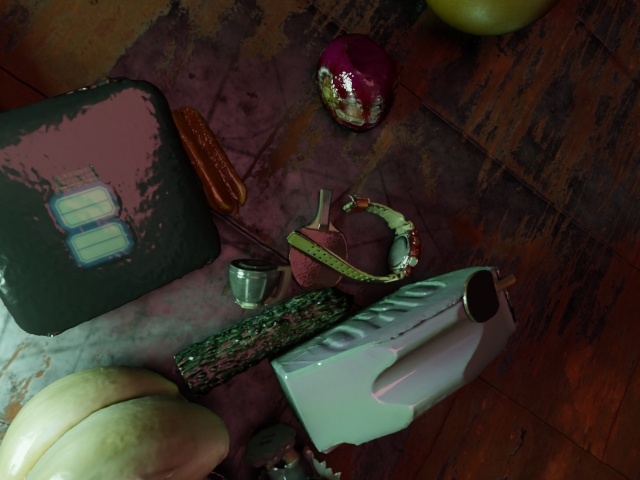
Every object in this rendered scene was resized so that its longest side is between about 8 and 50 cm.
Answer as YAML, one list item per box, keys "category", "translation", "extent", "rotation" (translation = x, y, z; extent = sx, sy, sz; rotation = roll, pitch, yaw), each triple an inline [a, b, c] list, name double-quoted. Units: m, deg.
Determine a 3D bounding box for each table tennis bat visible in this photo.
- category: "table tennis bat"
  translation: [0.000, 0.000, 0.866]
  extent: [0.130, 0.019, 0.221]
  rotation: [8, 86, -18]
- category: "table tennis bat"
  translation: [0.302, 0.090, 0.725]
  extent: [0.156, 0.013, 0.087]
  rotation: [-16, 92, -36]

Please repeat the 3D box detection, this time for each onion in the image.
- category: "onion"
  translation: [0.106, -0.347, 0.867]
  extent: [0.218, 0.140, 0.195]
  rotation: [-28, 89, -21]

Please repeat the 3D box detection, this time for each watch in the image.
- category: "watch"
  translation: [0.081, -0.009, 0.849]
  extent: [0.268, 0.102, 0.165]
  rotation: [28, 69, -13]

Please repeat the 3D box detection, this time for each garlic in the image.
- category: "garlic"
  translation: [-0.319, 0.325, 0.620]
  extent: [0.313, 0.286, 0.250]
  rotation: [-34, 109, -20]

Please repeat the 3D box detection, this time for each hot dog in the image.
- category: "hot dog"
  translation: [-0.216, -0.144, 0.778]
  extent: [0.092, 0.062, 0.236]
  rotation: [-30, 92, -41]

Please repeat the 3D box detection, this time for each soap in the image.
- category: "soap"
  translation: [0.146, 0.203, 0.776]
  extent: [0.445, 0.261, 0.156]
  rotation: [-24, 91, -17]

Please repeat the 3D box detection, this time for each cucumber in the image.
- category: "cucumber"
  translation: [-0.089, 0.172, 0.786]
  extent: [0.359, 0.096, 0.096]
  rotation: [-25, 95, -17]

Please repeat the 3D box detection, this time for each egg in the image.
- category: "egg"
  translation: [0.376, -0.600, 0.882]
  extent: [0.351, 0.282, 0.283]
  rotation: [5, 86, -19]

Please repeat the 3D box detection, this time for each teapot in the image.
- category: "teapot"
  translation: [-0.116, 0.087, 0.790]
  extent: [0.124, 0.092, 0.091]
  rotation: [7, 102, -11]

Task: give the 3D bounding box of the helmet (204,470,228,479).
- category: "helmet"
  translation: [-0.249, 0.537, 0.683]
  extent: [0.230, 0.160, 0.279]
  rotation: [27, 55, -3]

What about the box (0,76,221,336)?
- category: "box"
  translation: [-0.378, -0.056, 0.674]
  extent: [0.359, 0.091, 0.351]
  rotation: [-26, 109, -19]

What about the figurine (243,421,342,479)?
- category: "figurine"
  translation: [-0.005, 0.530, 0.774]
  extent: [0.207, 0.166, 0.387]
  rotation: [-27, 99, 17]
